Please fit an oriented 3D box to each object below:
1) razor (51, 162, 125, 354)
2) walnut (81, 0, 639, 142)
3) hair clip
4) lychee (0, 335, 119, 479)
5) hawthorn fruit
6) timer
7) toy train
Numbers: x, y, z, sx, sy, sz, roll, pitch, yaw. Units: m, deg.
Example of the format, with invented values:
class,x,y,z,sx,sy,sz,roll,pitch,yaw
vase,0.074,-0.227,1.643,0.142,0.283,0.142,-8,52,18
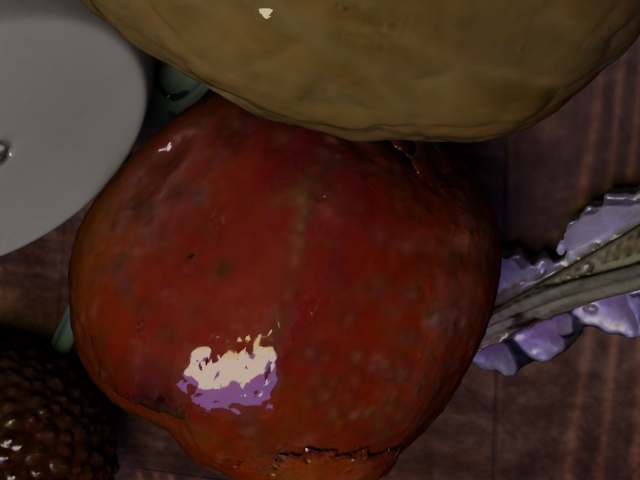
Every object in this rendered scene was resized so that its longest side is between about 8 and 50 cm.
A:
class,x,y,z,sx,sy,sz,roll,pitch,yaw
razor,-0.180,0.024,0.913,0.084,0.036,0.211,31,125,-2
walnut,0.024,-0.175,0.538,0.313,0.277,0.252,21,99,-12
hair clip,0.180,0.033,0.787,0.292,0.084,0.106,-28,116,35
lychee,-0.258,0.168,0.952,0.188,0.188,0.188,8,124,12
hawthorn fruit,0.000,0.000,0.720,0.276,0.276,0.307,34,100,-7
timer,-0.262,-0.145,0.722,0.285,0.285,0.285,8,124,12
toy train,-0.064,-0.144,0.758,0.052,0.051,0.234,45,123,-9
